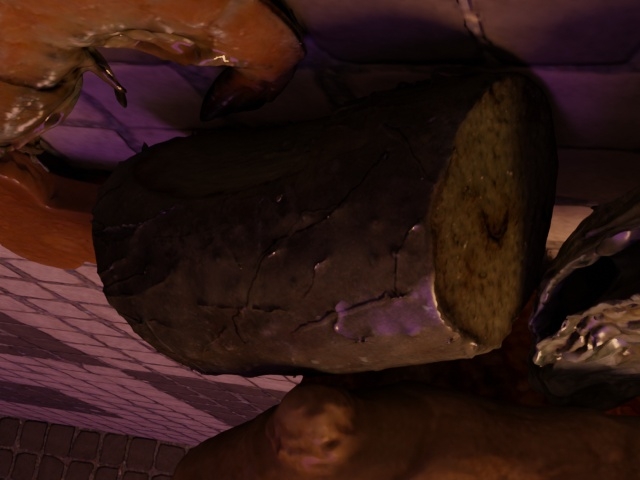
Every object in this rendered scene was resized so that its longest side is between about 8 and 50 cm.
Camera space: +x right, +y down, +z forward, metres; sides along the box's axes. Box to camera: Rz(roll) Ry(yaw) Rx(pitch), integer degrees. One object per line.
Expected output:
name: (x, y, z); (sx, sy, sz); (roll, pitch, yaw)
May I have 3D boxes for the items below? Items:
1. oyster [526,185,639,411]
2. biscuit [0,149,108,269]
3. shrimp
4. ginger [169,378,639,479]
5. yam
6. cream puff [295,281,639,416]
oyster: (0.200, 0.025, 0.506); (0.198, 0.112, 0.268); (-15, 167, 0)
biscuit: (-0.200, -0.027, 0.780); (0.339, 0.047, 0.216); (12, 160, 6)
shrimp: (-0.119, -0.080, 0.556); (0.169, 0.058, 0.296); (16, 159, -24)
ginger: (0.076, 0.148, 0.577); (0.354, 0.126, 0.190); (-1, 127, 10)
yam: (0.000, 0.000, 0.563); (0.254, 0.154, 0.154); (-5, 156, 38)
cream puff: (0.108, 0.179, 0.761); (0.350, 0.350, 0.228); (2, 167, 27)
